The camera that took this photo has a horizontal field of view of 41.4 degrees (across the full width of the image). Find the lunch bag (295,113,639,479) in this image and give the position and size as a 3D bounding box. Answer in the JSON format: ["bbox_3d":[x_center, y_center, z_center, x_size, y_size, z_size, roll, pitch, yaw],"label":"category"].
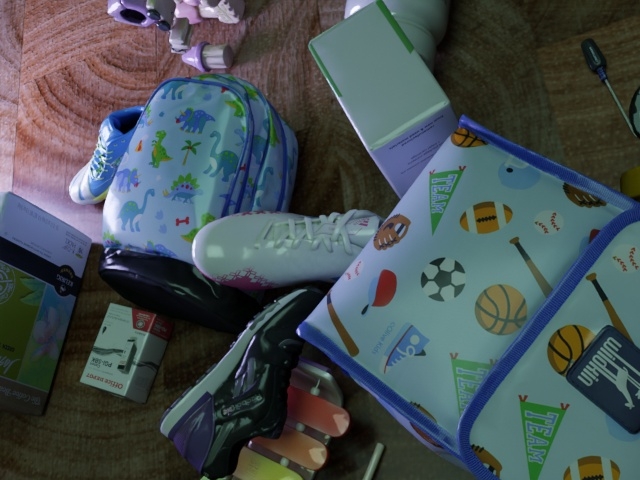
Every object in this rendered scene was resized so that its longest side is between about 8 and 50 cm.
[{"bbox_3d":[0.224,0.098,0.904,0.385,0.239,0.328,36,85,31],"label":"lunch bag"}]

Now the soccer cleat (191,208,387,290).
[{"bbox_3d":[0.000,0.000,1.126,0.331,0.143,0.116,3,65,-17],"label":"soccer cleat"}]

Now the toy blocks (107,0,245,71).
[{"bbox_3d":[-0.301,-0.452,1.473,0.260,0.288,0.309,3,72,21],"label":"toy blocks"}]

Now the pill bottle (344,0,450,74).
[{"bbox_3d":[0.123,-0.387,1.310,0.160,0.160,0.283,0,69,26],"label":"pill bottle"}]

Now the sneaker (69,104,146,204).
[{"bbox_3d":[-0.364,-0.160,1.470,0.240,0.126,0.091,-35,58,8],"label":"sneaker"}]

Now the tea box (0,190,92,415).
[{"bbox_3d":[-0.614,0.104,1.421,0.329,0.220,0.324,0,69,26],"label":"tea box"}]

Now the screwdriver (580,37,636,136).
[{"bbox_3d":[0.402,-0.213,1.182,0.025,0.024,0.170,-8,64,-10],"label":"screwdriver"}]

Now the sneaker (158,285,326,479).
[{"bbox_3d":[-0.071,0.190,1.108,0.124,0.107,0.283,44,95,19],"label":"sneaker"}]

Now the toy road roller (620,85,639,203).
[{"bbox_3d":[0.515,-0.062,0.963,0.329,0.202,0.241,-3,80,30],"label":"toy road roller"}]

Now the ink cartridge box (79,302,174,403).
[{"bbox_3d":[-0.305,0.177,1.335,0.099,0.056,0.135,10,73,28],"label":"ink cartridge box"}]

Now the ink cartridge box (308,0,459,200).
[{"bbox_3d":[0.116,-0.152,1.143,0.117,0.278,0.201,-31,58,7],"label":"ink cartridge box"}]

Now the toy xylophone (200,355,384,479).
[{"bbox_3d":[-0.052,0.313,1.138,0.236,0.081,0.323,10,73,29],"label":"toy xylophone"}]

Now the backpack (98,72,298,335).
[{"bbox_3d":[-0.176,-0.075,1.287,0.290,0.273,0.355,15,65,32],"label":"backpack"}]
